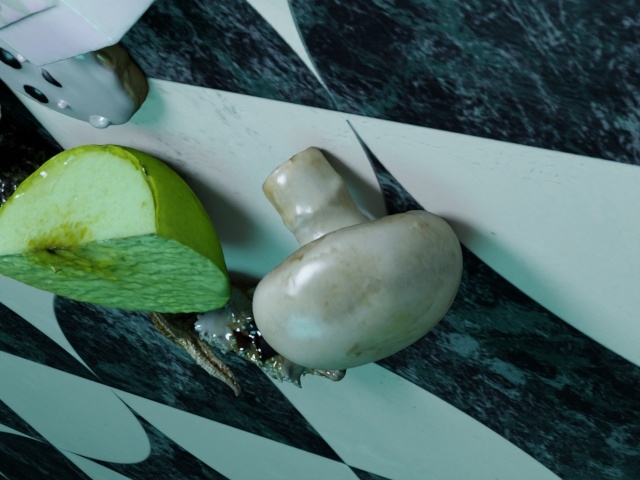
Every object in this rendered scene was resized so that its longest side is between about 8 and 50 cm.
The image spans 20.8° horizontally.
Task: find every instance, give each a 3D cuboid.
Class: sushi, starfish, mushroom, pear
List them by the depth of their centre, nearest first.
[{"bbox_3d":[0.021,0.030,1.661,0.209,0.206,0.206,39,166,28],"label":"mushroom"},{"bbox_3d":[-0.198,-0.002,1.928,0.288,0.139,0.239,-7,147,36],"label":"pear"},{"bbox_3d":[-0.396,-0.075,2.027,0.225,0.127,0.124,31,159,1],"label":"sushi"},{"bbox_3d":[-0.069,0.109,2.067,0.226,0.103,0.097,24,145,24],"label":"sushi"},{"bbox_3d":[-0.178,0.097,2.133,0.238,0.057,0.213,60,-174,5],"label":"starfish"}]

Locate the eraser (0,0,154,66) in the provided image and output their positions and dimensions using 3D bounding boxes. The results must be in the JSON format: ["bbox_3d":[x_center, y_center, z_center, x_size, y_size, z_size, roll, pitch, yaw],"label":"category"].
[{"bbox_3d":[-0.330,-0.305,1.463,0.397,0.082,0.213,39,158,-24],"label":"eraser"}]

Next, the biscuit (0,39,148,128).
[{"bbox_3d":[-0.267,-0.174,1.740,0.208,0.049,0.181,4,147,45],"label":"biscuit"}]
